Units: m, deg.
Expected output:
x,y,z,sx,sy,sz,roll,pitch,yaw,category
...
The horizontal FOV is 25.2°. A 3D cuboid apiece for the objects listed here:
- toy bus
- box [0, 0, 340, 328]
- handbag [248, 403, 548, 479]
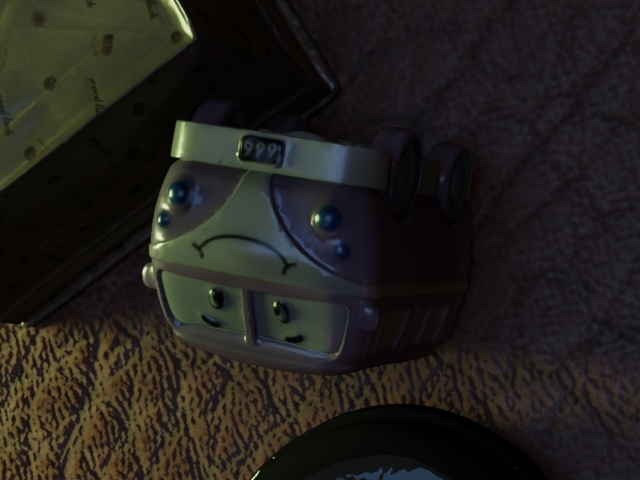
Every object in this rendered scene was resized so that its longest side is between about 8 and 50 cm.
x,y,z,sx,sy,sz,roll,pitch,yaw,category
0.000,0.000,0.830,0.142,0.202,0.142,12,94,23,toy bus
-0.188,-0.113,0.922,0.297,0.190,0.225,-35,73,16,box
0.056,0.252,0.850,0.254,0.093,0.308,-33,75,17,handbag
